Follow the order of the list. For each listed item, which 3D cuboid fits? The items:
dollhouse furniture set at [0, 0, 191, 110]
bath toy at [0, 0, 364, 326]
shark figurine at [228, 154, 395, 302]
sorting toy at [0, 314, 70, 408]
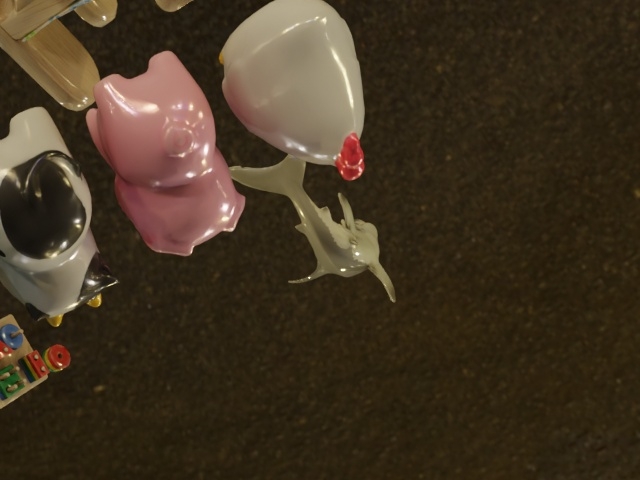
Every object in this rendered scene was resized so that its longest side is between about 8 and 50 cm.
[{"bbox_3d":[-0.049,-0.296,0.892,0.362,0.394,0.256,-28,127,20],"label":"dollhouse furniture set"},{"bbox_3d":[-0.115,-0.037,0.714,0.348,0.129,0.151,-29,174,-15],"label":"bath toy"},{"bbox_3d":[-0.005,0.006,1.320,0.116,0.166,0.278,-29,149,15],"label":"shark figurine"},{"bbox_3d":[-0.537,0.204,1.834,0.046,0.132,0.274,-27,-176,30],"label":"sorting toy"}]
